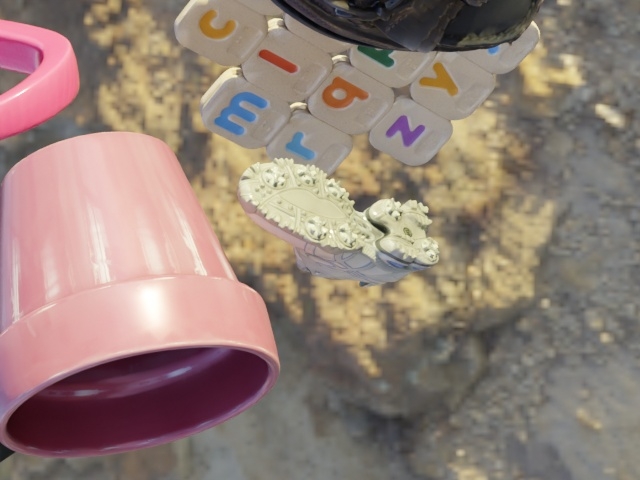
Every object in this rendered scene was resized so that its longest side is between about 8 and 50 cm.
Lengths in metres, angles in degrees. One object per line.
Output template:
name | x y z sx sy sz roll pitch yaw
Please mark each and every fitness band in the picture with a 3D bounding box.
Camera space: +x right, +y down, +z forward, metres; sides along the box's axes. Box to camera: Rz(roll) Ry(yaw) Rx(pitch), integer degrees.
fitness band | -0.348 -0.144 1.547 0.291 0.209 0.054 18 125 44

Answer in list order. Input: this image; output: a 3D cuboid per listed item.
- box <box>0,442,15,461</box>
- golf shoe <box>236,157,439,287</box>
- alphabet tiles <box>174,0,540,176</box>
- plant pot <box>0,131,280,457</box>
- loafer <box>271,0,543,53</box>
box | -0.240 0.122 1.319 0.062 0.083 0.052 21 134 42
golf shoe | 0.000 0.000 1.210 0.086 0.176 0.069 -37 48 37
alphabet tiles | 0.033 -0.172 1.389 0.284 0.278 0.021 -48 37 25
plant pot | -0.144 0.033 1.182 0.201 0.201 0.180 -40 58 46
loafer | 0.014 -0.152 0.809 0.095 0.302 0.109 36 100 46
